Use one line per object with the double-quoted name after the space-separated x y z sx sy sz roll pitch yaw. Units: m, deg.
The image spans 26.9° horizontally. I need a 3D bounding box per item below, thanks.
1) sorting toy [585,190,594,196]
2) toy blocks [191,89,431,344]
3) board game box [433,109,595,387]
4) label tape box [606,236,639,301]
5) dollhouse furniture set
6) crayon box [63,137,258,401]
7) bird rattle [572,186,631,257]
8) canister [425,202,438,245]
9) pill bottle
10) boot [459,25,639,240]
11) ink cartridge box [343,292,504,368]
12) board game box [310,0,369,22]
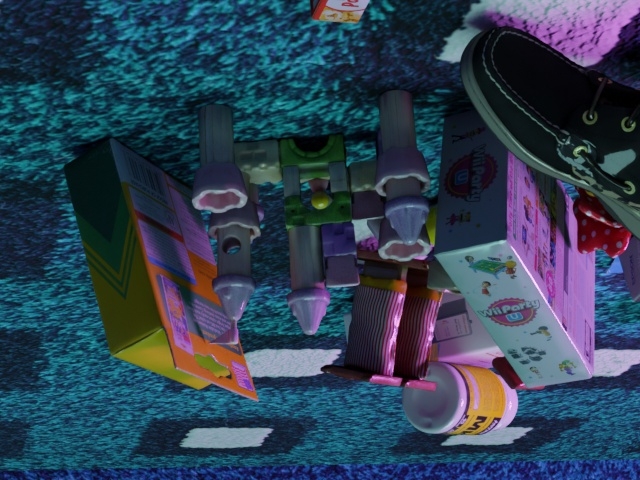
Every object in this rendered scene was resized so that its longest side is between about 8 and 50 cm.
0.422 -0.145 1.556 0.365 0.126 0.127 -19 154 36 "sorting toy"
0.000 0.000 1.668 0.288 0.260 0.309 -5 159 1 "toy blocks"
0.251 0.009 1.676 0.097 0.224 0.303 -13 138 25 "board game box"
0.614 0.031 2.062 0.249 0.115 0.348 1 157 -7 "label tape box"
0.189 0.125 1.964 0.152 0.201 0.374 13 174 -40 "dollhouse furniture set"
-0.200 0.054 1.670 0.083 0.323 0.203 -28 152 16 "crayon box"
0.442 -0.065 1.677 0.253 0.207 0.143 -10 124 38 "bird rattle"
0.248 -0.033 1.890 0.170 0.073 0.126 -19 154 38 "canister"
0.238 0.266 2.236 0.119 0.119 0.208 -19 161 34 "pill bottle"
0.357 -0.134 1.389 0.377 0.138 0.284 39 150 -12 "boot"
0.244 0.156 2.292 0.353 0.119 0.207 -13 164 23 "ink cartridge box"
0.032 -0.288 1.082 0.045 0.147 0.193 1 158 -15 "board game box"
